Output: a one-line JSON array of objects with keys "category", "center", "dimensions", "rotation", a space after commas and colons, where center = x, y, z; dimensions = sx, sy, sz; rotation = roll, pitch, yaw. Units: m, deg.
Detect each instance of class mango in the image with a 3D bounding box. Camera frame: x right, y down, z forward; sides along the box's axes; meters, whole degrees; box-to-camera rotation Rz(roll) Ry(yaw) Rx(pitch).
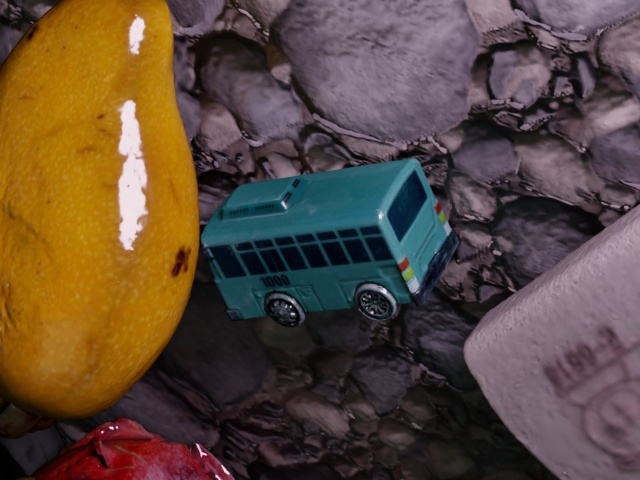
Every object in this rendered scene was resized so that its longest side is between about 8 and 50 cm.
[{"category": "mango", "center": [-0.159, -0.025, 1.074], "dimensions": [0.177, 0.120, 0.295], "rotation": [8, 86, 32]}]

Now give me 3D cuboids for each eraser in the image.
[{"category": "eraser", "center": [0.232, 0.059, 0.975], "dimensions": [0.174, 0.095, 0.270], "rotation": [44, 135, -5]}]

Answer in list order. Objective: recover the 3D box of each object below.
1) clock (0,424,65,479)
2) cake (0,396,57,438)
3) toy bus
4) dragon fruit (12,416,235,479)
[{"category": "clock", "center": [-0.380, 0.182, 1.466], "dimensions": [0.325, 0.067, 0.325], "rotation": [17, 133, 18]}, {"category": "cake", "center": [-0.289, 0.045, 1.215], "dimensions": [0.293, 0.196, 0.199], "rotation": [36, 138, -7]}, {"category": "toy bus", "center": [0.000, 0.000, 1.074], "dimensions": [0.160, 0.079, 0.092], "rotation": [-7, 122, 34]}, {"category": "dragon fruit", "center": [-0.191, 0.298, 1.287], "dimensions": [0.291, 0.269, 0.250], "rotation": [-38, 85, 25]}]
